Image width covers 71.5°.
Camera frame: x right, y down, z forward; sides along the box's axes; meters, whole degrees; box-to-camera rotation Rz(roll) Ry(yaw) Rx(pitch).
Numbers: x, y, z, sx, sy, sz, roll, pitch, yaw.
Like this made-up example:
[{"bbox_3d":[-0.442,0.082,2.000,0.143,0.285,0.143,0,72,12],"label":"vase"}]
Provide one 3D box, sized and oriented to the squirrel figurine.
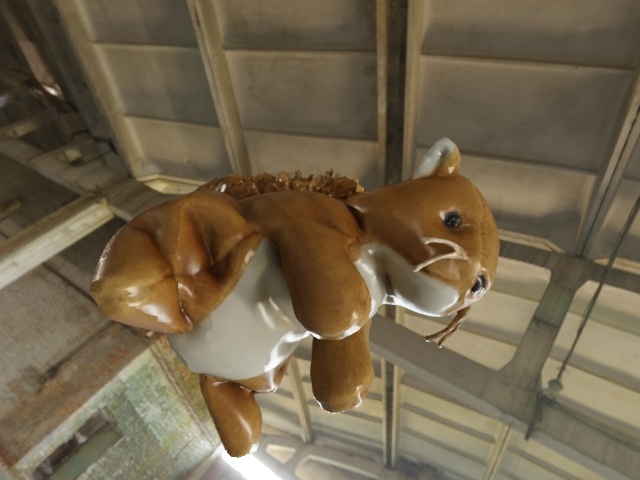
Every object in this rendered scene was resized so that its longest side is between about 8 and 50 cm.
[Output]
[{"bbox_3d":[0.000,0.000,0.551,0.397,0.370,0.281,-114,-178,-61],"label":"squirrel figurine"}]
